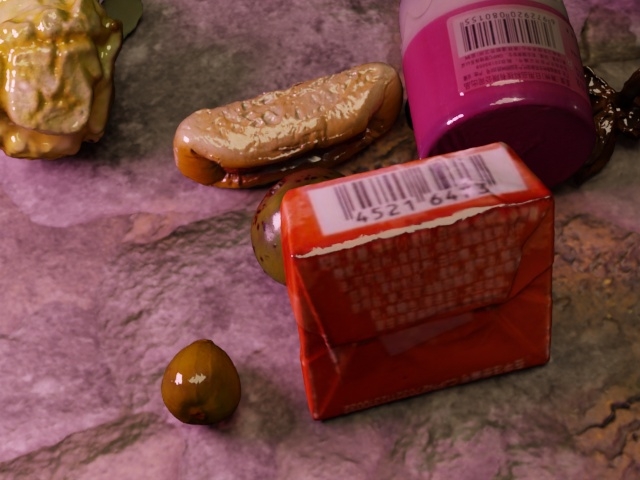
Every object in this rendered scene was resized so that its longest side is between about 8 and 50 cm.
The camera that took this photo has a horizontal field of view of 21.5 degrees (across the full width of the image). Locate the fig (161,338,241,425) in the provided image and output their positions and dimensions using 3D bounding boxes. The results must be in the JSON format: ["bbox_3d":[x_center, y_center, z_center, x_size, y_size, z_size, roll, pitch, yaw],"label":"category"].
[{"bbox_3d":[-0.110,0.128,1.557,0.074,0.074,0.088,-2,45,1],"label":"fig"}]

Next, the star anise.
[{"bbox_3d":[0.292,-0.151,1.675,0.140,0.144,0.158,-5,60,8],"label":"star anise"}]

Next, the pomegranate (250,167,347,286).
[{"bbox_3d":[-0.006,-0.005,1.614,0.130,0.130,0.130,-1,59,1],"label":"pomegranate"}]

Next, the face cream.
[{"bbox_3d":[0.170,-0.162,1.661,0.175,0.175,0.195,-5,59,-1],"label":"face cream"}]

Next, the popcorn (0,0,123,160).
[{"bbox_3d":[-0.284,-0.173,1.684,0.167,0.185,0.187,15,67,7],"label":"popcorn"}]

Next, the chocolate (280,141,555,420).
[{"bbox_3d":[0.084,0.035,1.521,0.237,0.235,0.108,-15,47,-6],"label":"chocolate"}]

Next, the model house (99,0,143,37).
[{"bbox_3d":[-0.246,-0.246,1.800,0.083,0.066,0.079,22,72,34],"label":"model house"}]

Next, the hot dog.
[{"bbox_3d":[-0.026,-0.106,1.689,0.242,0.084,0.073,-16,64,-8],"label":"hot dog"}]

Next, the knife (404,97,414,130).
[{"bbox_3d":[0.111,-0.098,1.716,0.031,0.018,0.121,-6,59,-10],"label":"knife"}]
